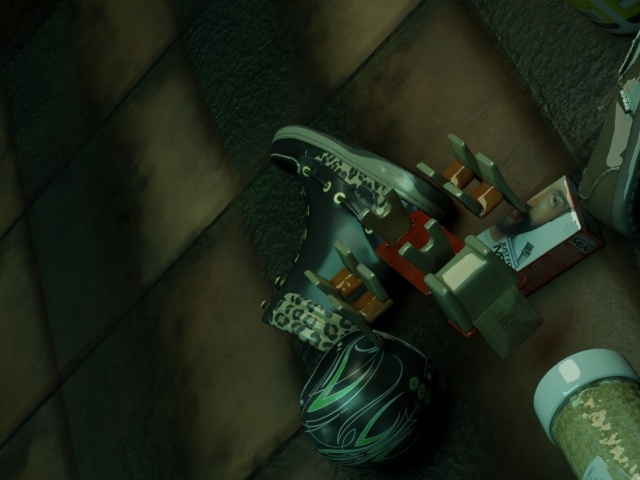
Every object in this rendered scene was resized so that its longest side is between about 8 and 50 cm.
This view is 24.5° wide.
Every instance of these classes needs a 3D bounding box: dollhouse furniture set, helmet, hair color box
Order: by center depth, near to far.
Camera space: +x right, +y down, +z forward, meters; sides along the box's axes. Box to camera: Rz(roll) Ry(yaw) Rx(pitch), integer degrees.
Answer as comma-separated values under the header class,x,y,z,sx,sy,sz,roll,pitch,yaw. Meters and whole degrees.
class,x,y,z,sx,sy,sz,roll,pitch,yaw
dollhouse furniture set,0.152,0.033,1.823,0.262,0.135,0.259,-44,33,-2
hair color box,0.268,0.004,1.857,0.167,0.053,0.093,-36,42,28
helmet,0.059,0.212,1.879,0.169,0.169,0.161,1,52,50

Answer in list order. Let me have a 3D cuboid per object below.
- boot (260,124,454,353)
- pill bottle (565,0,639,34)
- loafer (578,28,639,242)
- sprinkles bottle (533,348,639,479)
class,x,y,z,sx,sy,sz,roll,pitch,yaw
boot,0.000,0.000,2.118,0.377,0.138,0.284,25,87,48
pill bottle,0.317,-0.412,1.836,0.188,0.334,0.188,-28,48,36
loafer,0.391,-0.179,1.762,0.130,0.134,0.366,11,75,52
sprinkles bottle,0.344,0.272,1.535,0.121,0.121,0.355,-46,39,19
